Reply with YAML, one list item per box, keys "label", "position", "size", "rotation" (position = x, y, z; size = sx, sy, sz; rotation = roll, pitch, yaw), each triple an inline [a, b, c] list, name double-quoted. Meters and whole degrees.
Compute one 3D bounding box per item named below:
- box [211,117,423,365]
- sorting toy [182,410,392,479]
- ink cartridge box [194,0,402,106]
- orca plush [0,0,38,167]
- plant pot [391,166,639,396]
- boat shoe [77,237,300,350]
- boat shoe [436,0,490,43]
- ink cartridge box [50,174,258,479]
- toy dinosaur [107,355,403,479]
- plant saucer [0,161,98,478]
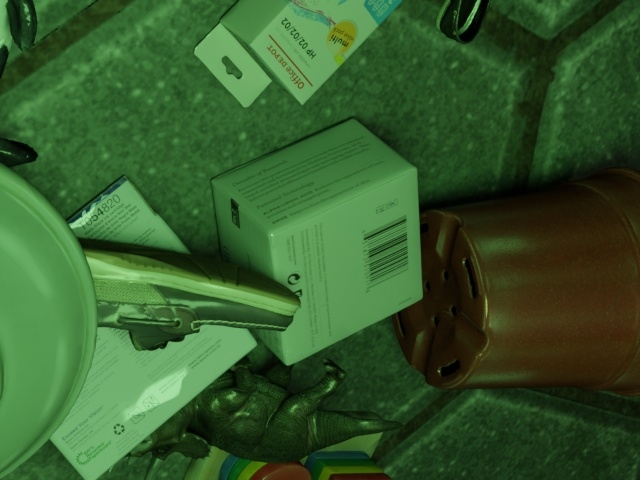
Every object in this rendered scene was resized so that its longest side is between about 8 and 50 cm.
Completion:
- label: "box"
  position: [0.000, 0.000, 1.566]
  size: [0.182, 0.119, 0.181]
  rotation: [-25, 132, -22]
- label: "sorting toy"
  position: [-0.050, 0.332, 1.784]
  size: [0.255, 0.089, 0.257]
  rotation: [7, 115, -41]
- label: "ink cartridge box"
  position: [-0.021, -0.206, 1.444]
  size: [0.181, 0.061, 0.104]
  rotation: [-46, 137, -2]
- label: "orca plush"
  position: [-0.267, -0.190, 1.232]
  size: [0.102, 0.151, 0.287]
  rotation: [-55, 145, -43]
- label: "plant pot"
  position: [0.239, 0.057, 1.714]
  size: [0.265, 0.272, 0.272]
  rotation: [-4, 122, -28]
- label: "boat shoe"
  position: [-0.163, 0.058, 1.422]
  size: [0.285, 0.103, 0.092]
  rotation: [10, 99, -16]
- label: "boat shoe"
  position: [0.163, -0.268, 1.565]
  size: [0.049, 0.042, 0.133]
  rotation: [5, 114, -39]
- label: "ink cartridge box"
  position: [-0.212, 0.086, 1.483]
  size: [0.223, 0.045, 0.224]
  rotation: [-39, 108, -10]
- label: "toy dinosaur"
  position: [-0.069, 0.182, 1.635]
  size: [0.314, 0.121, 0.160]
  rotation: [8, 119, -29]
- label: "plant saucer"
  position: [-0.380, 0.102, 1.268]
  size: [0.401, 0.100, 0.400]
  rotation: [-9, 122, -14]
